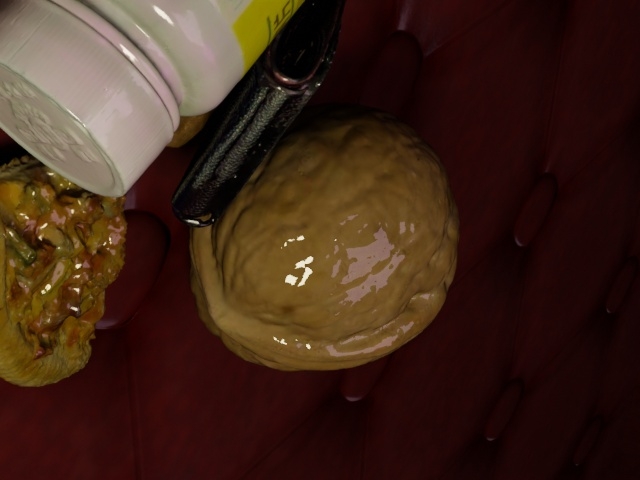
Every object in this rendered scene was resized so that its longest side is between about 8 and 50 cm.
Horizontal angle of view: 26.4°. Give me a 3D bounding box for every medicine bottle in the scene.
[{"bbox_3d":[-0.125,-0.237,1.174,0.378,0.213,0.213,-53,150,-18],"label":"medicine bottle"}]

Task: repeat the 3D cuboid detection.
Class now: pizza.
[{"bbox_3d":[-0.269,0.051,1.268,0.258,0.087,0.268,-37,147,-59],"label":"pizza"}]

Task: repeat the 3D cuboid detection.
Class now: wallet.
[{"bbox_3d":[-0.049,-0.157,1.371,0.221,0.071,0.262,-55,-170,43],"label":"wallet"}]

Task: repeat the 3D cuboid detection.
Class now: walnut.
[{"bbox_3d":[0.000,0.000,1.519,0.333,0.333,0.333,-40,144,-37],"label":"walnut"}]

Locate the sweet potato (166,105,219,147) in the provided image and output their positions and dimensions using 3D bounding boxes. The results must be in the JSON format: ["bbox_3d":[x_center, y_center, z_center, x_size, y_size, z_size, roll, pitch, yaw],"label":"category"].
[{"bbox_3d":[-0.113,-0.205,1.366,0.251,0.097,0.097,-61,153,-14],"label":"sweet potato"}]
